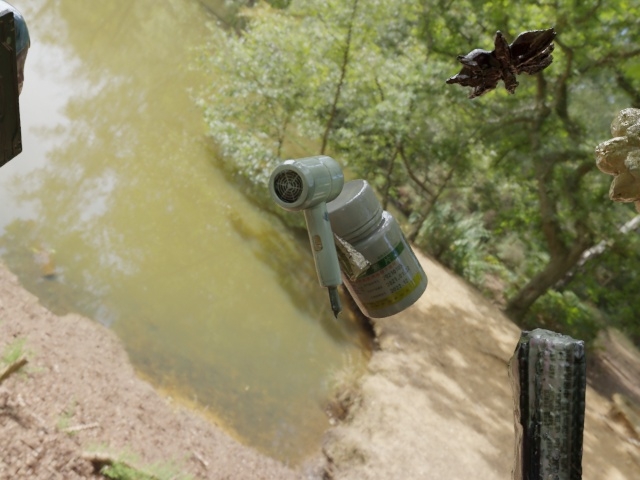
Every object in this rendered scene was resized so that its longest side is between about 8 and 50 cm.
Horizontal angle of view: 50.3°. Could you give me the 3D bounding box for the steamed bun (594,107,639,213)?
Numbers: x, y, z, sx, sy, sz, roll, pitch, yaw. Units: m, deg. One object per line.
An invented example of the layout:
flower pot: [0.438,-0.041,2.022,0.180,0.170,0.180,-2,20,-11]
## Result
steamed bun: [0.814,-0.204,1.598,0.295,0.292,0.137,20,-11,-5]

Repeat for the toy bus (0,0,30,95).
toy bus: [-0.630,-0.280,1.135,0.197,0.232,0.294,27,48,17]

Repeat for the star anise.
star anise: [0.435,-0.413,1.591,0.288,0.288,0.088,18,53,-60]

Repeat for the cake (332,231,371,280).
cake: [0.066,0.035,1.669,0.055,0.051,0.140,-6,50,-43]

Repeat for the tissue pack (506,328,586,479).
tissue pack: [0.377,0.320,1.165,0.123,0.332,0.245,3,-5,10]

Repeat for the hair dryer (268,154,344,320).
hair dryer: [0.000,0.000,1.446,0.173,0.107,0.357,-23,100,-62]

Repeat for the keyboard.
keyboard: [-0.292,-0.130,0.615,0.010,0.155,0.053,23,41,6]

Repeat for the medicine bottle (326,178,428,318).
medicine bottle: [0.127,0.022,1.834,0.340,0.208,0.208,58,6,-21]
